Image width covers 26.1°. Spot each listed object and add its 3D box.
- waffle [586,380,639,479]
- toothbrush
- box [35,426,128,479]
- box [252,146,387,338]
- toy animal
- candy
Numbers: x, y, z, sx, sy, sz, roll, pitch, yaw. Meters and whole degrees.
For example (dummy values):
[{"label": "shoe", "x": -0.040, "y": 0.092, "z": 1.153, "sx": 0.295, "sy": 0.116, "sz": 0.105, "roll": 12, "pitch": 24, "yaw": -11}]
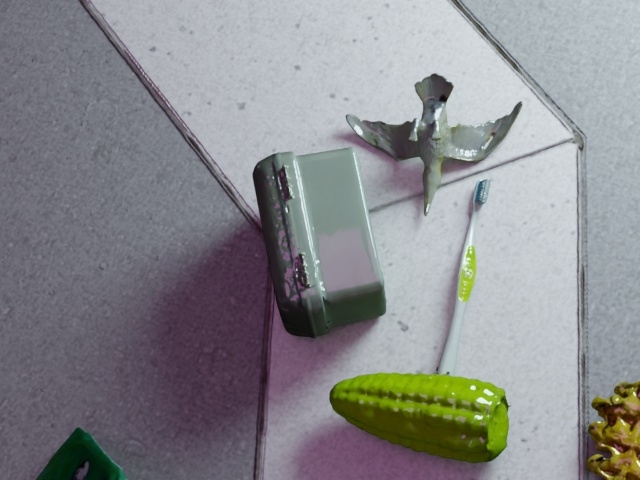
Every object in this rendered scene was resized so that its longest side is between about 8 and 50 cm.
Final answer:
[{"label": "waffle", "x": 0.414, "y": 0.232, "z": 1.512, "sx": 0.232, "sy": 0.051, "sz": 0.228, "roll": -27, "pitch": 70, "yaw": 3}, {"label": "toothbrush", "x": 0.170, "y": 0.049, "z": 1.644, "sx": 0.022, "sy": 0.026, "sz": 0.263, "roll": 18, "pitch": 75, "yaw": -16}, {"label": "box", "x": -0.312, "y": 0.395, "z": 1.550, "sx": 0.106, "sy": 0.264, "sz": 0.336, "roll": 42, "pitch": 81, "yaw": -22}, {"label": "box", "x": 0.000, "y": 0.000, "z": 1.636, "sx": 0.129, "sy": 0.148, "sz": 0.210, "roll": -11, "pitch": 71, "yaw": 0}, {"label": "toy animal", "x": 0.126, "y": -0.115, "z": 1.673, "sx": 0.219, "sy": 0.095, "sz": 0.155, "roll": 4, "pitch": 68, "yaw": 15}, {"label": "candy", "x": 0.109, "y": 0.193, "z": 1.570, "sx": 0.210, "sy": 0.097, "sz": 0.096, "roll": 8, "pitch": 73, "yaw": 19}]
